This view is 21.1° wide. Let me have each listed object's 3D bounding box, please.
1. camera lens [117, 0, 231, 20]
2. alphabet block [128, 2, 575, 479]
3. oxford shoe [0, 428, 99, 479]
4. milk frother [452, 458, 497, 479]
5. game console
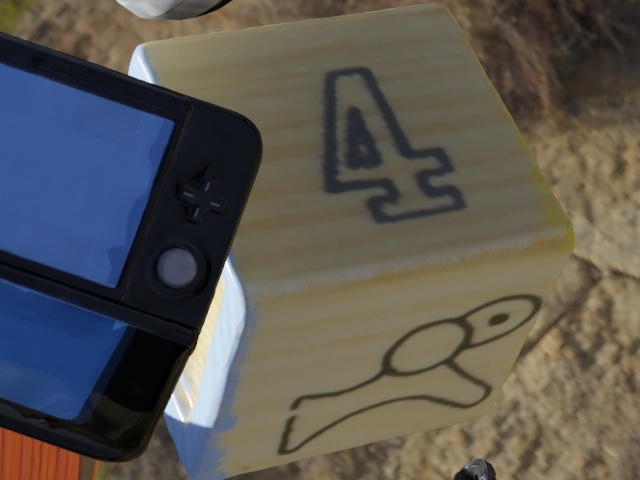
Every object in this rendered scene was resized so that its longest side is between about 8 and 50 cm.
[{"bbox_3d":[-0.104,-0.248,0.768,0.219,0.274,0.219,-46,23,26],"label":"camera lens"},{"bbox_3d":[0.000,0.000,0.995,0.192,0.197,0.193,111,143,-50],"label":"alphabet block"},{"bbox_3d":[-0.308,0.132,1.129,0.133,0.364,0.130,-5,78,43],"label":"oxford shoe"},{"bbox_3d":[0.109,0.194,0.828,0.129,0.135,0.143,-14,47,51],"label":"milk frother"},{"bbox_3d":[-0.087,-0.007,0.465,0.122,0.071,0.107,19,82,0],"label":"game console"}]
